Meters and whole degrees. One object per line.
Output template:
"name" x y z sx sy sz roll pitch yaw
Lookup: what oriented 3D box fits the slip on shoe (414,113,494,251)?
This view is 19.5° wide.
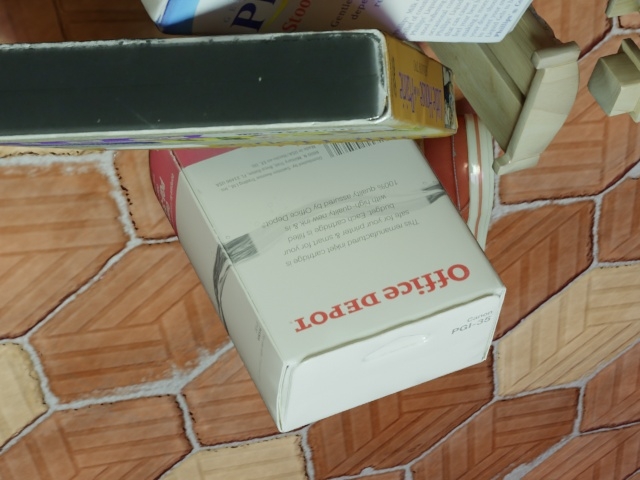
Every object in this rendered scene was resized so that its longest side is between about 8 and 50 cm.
"slip on shoe" 0.113 -0.007 1.866 0.101 0.123 0.331 -2 145 -1

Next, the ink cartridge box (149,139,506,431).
"ink cartridge box" 0.000 0.000 1.601 0.207 0.283 0.117 -18 147 -18

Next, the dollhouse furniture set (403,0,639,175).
"dollhouse furniture set" 0.219 -0.168 1.522 0.174 0.303 0.355 -15 147 -24

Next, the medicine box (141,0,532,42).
"medicine box" -0.010 -0.272 1.220 0.289 0.263 0.149 -3 140 -36

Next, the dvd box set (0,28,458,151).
"dvd box set" -0.074 -0.099 1.311 0.308 0.062 0.420 -1 -178 10
